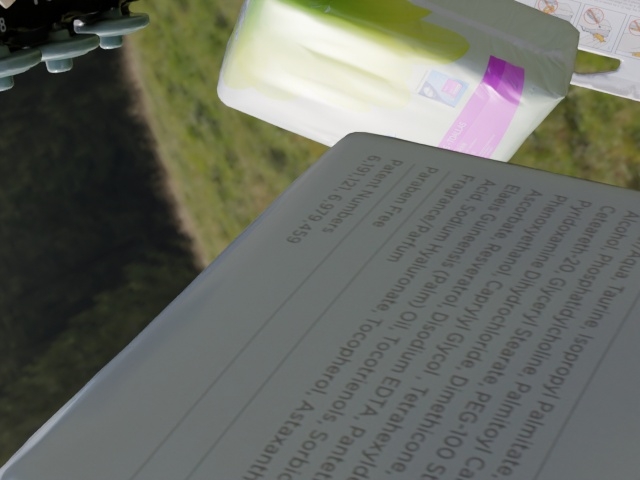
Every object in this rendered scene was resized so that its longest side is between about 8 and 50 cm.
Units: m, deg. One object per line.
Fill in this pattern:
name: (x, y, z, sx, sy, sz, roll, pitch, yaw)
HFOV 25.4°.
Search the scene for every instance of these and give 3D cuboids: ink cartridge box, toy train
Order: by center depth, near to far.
toy train: (-0.286, -0.214, 1.242, 0.334, 0.190, 0.142, -37, -58, -59)
ink cartridge box: (0.337, -0.298, 1.657, 0.261, 0.296, 0.066, 106, 178, -46)

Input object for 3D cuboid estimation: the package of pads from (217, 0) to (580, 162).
package of pads: (0.062, -0.164, 1.339, 0.296, 0.101, 0.229, 21, 154, -6)

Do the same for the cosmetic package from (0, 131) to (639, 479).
cosmetic package: (0.117, 0.190, 0.668, 0.393, 0.327, 0.330, 14, 126, 25)

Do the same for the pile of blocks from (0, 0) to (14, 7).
pile of blocks: (-0.240, -0.308, 0.805, 0.362, 0.149, 0.113, 64, -178, 22)
